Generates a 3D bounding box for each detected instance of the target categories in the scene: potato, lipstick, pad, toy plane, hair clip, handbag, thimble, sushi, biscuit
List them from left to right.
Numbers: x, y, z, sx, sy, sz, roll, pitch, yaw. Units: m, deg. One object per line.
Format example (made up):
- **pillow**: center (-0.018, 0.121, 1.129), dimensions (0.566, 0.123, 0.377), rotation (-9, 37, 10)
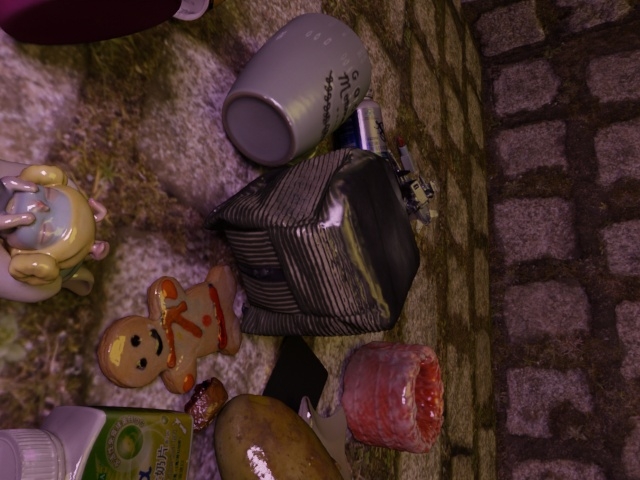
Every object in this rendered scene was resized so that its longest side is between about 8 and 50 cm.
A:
- **biscuit**: center (-0.180, 0.119, 0.626), dimensions (0.234, 0.030, 0.153), rotation (-13, 93, -61)
- **sushi**: center (-0.153, 0.212, 0.634), dimensions (0.050, 0.047, 0.099), rotation (-59, 173, 20)
- **pad**: center (-0.060, 0.297, 0.819), dimensions (0.159, 0.009, 0.265), rotation (61, 38, -35)
- **potato**: center (-0.041, 0.342, 0.663), dimensions (0.298, 0.141, 0.176), rotation (63, 0, -4)
- **handbag**: center (0.000, 0.000, 0.732), dimensions (0.341, 0.240, 0.247), rotation (-43, 118, -64)
- **hair clip**: center (0.015, 0.427, 0.817), dimensions (0.172, 0.113, 0.282), rotation (43, 18, -56)
- **thimble**: center (0.160, 0.336, 1.045), dimensions (0.239, 0.162, 0.239), rotation (11, 77, -57)
- **lipstick**: center (0.259, -0.267, 1.473), dimensions (0.129, 0.030, 0.030), rotation (60, 37, -34)
- **toy plane**: center (0.265, -0.152, 1.406), dimensions (0.192, 0.088, 0.261), rotation (-41, 119, -24)

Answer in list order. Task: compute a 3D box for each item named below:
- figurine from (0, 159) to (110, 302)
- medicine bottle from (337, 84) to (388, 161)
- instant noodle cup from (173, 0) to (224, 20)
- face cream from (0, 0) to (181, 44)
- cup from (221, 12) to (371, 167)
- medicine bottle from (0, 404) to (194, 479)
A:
- **figurine**: center (-0.253, -0.007, 0.409), dimensions (0.235, 0.155, 0.127), rotation (32, 43, -59)
- **medicine bottle**: center (0.092, -0.252, 1.100), dimensions (0.107, 0.107, 0.191), rotation (-16, 98, -60)
- **instant noodle cup**: center (-0.171, -0.383, 0.646), dimensions (0.151, 0.152, 0.122), rotation (58, 48, -36)
- **face cream**: center (-0.244, -0.309, 0.458), dimensions (0.175, 0.175, 0.194), rotation (-35, 113, -57)
- **cup**: center (-0.045, -0.213, 0.819), dimensions (0.258, 0.187, 0.234), rotation (92, 24, -49)
- **medicine bottle**: center (-0.223, 0.230, 0.465), dimensions (0.188, 0.088, 0.131), rotation (32, 57, -54)
